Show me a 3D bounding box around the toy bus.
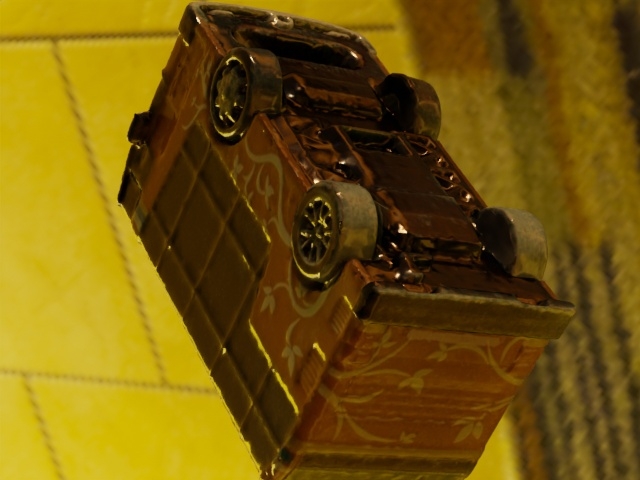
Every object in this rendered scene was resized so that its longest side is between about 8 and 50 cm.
[{"bbox_3d":[0.000,0.000,1.029,0.167,0.138,0.275,-64,37,29],"label":"toy bus"}]
